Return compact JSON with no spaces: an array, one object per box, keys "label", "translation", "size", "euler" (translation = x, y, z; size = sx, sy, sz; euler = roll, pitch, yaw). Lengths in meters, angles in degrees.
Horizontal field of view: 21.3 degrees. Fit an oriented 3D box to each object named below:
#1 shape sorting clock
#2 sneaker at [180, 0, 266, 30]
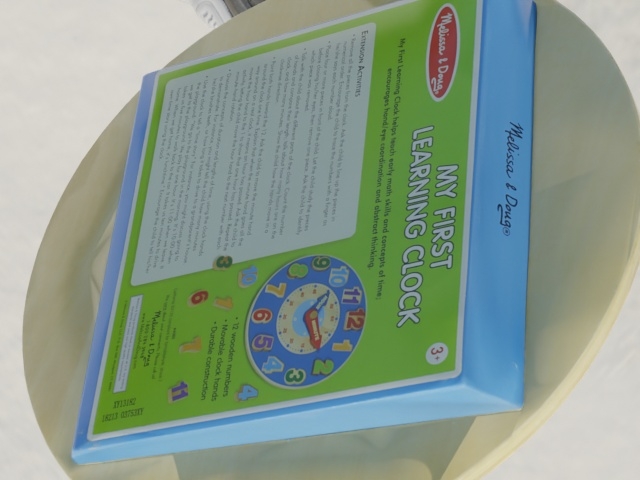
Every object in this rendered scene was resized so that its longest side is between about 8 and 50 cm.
[{"label":"shape sorting clock","translation":[0.000,0.000,0.515],"size":[0.206,0.040,0.206],"euler":[-18,50,23]},{"label":"sneaker","translation":[0.009,-0.166,0.887],"size":[0.101,0.153,0.268],"euler":[-14,40,-44]}]
